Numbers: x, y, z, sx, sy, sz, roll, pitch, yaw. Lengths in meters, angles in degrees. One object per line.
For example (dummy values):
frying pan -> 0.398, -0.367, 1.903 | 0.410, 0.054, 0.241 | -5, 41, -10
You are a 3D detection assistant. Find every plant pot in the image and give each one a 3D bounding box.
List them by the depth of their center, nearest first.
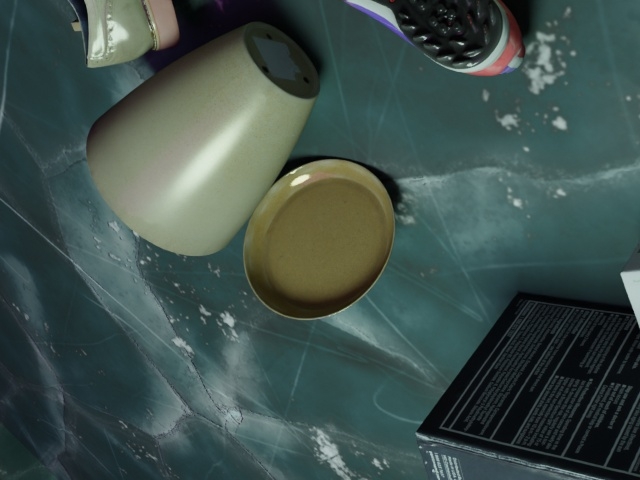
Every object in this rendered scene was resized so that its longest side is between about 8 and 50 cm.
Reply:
plant pot -> -0.137, -0.158, 1.170 | 0.256, 0.256, 0.274 | 49, 125, -3
plant pot -> 0.000, 0.000, 1.207 | 0.236, 0.236, 0.032 | 16, 169, 31

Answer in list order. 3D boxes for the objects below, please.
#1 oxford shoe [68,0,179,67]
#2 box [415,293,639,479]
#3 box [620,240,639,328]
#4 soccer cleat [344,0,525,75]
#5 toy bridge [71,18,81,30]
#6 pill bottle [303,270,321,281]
oxford shoe -> -0.324, -0.421, 1.124 | 0.397, 0.146, 0.140 | 66, 164, -10
box -> 0.322, 0.230, 1.025 | 0.294, 0.296, 0.183 | 5, 125, 39
box -> 0.408, 0.051, 0.964 | 0.101, 0.087, 0.102 | -7, 118, 44
soccer cleat -> 0.093, -0.283, 0.957 | 0.318, 0.116, 0.108 | 44, 110, 26
toy bridge -> -0.383, -0.414, 1.313 | 0.063, 0.026, 0.188 | 6, 126, 35
pill bottle -> 0.022, 0.037, 1.265 | 0.065, 0.116, 0.065 | 23, 135, 25
